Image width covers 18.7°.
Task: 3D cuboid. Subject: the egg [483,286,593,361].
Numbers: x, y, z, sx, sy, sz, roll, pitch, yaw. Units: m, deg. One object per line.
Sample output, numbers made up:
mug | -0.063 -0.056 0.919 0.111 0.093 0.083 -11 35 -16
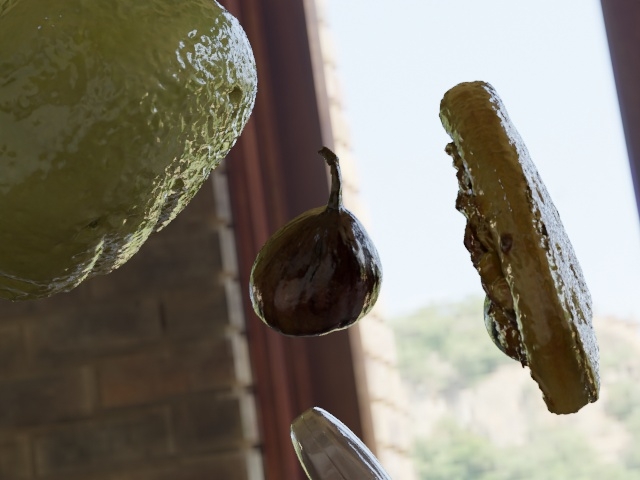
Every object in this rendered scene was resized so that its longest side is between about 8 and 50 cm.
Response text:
egg | 0.266 0.084 2.364 0.132 0.132 0.172 -11 2 13

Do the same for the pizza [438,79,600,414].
pizza | 0.217 0.008 2.118 0.114 0.409 0.278 -18 -20 7

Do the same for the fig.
fig | 0.010 0.025 2.295 0.202 0.148 0.149 -46 -40 13

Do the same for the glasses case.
glasses case | 0.067 0.304 2.086 0.075 0.297 0.113 -37 8 0

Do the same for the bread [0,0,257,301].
bread | -0.200 -0.094 1.583 0.237 0.320 0.320 32 -22 -5
